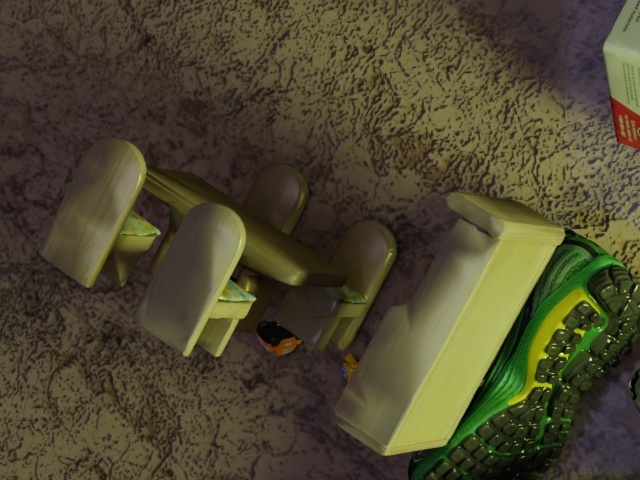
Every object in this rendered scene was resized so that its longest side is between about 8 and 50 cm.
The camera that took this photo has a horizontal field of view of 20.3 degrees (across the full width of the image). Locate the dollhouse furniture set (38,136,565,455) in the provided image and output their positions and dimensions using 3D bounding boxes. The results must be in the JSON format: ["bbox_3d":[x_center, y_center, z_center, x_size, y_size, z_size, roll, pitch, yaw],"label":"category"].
[{"bbox_3d":[0.000,0.000,1.809,0.394,0.362,0.256,33,102,24],"label":"dollhouse furniture set"}]

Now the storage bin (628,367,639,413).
[{"bbox_3d":[0.407,0.184,1.791,0.122,0.084,0.180,-35,77,20],"label":"storage bin"}]

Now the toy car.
[{"bbox_3d":[-0.019,0.131,1.996,0.122,0.060,0.040,36,135,27],"label":"toy car"}]

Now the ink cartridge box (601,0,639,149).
[{"bbox_3d":[0.423,-0.140,1.715,0.273,0.197,0.114,22,72,23],"label":"ink cartridge box"}]

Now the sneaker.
[{"bbox_3d":[0.203,0.139,1.877,0.343,0.134,0.146,-54,40,19],"label":"sneaker"}]
